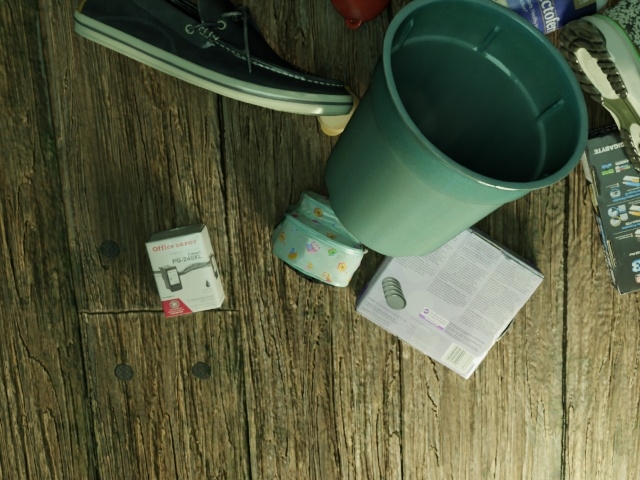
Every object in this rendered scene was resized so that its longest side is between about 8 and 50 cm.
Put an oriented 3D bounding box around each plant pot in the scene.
[{"bbox_3d":[0.181,-0.152,1.552,0.341,0.341,0.334,34,144,-6],"label":"plant pot"}]

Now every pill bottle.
[{"bbox_3d":[0.373,-0.420,1.590,0.265,0.153,0.153,-21,103,10],"label":"pill bottle"}]

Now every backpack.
[{"bbox_3d":[0.000,0.000,1.717,0.166,0.188,0.144,28,106,-4],"label":"backpack"}]

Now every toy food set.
[{"bbox_3d":[0.033,-0.231,1.736,0.083,0.020,0.083,-19,103,9],"label":"toy food set"}]

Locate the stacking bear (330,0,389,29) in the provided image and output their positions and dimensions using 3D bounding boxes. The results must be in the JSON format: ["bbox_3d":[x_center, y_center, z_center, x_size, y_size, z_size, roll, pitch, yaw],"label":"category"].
[{"bbox_3d":[0.133,-0.468,1.594,0.289,0.164,0.175,-34,76,23],"label":"stacking bear"}]

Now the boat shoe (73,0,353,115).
[{"bbox_3d":[-0.170,-0.333,1.625,0.500,0.187,0.156,24,101,9],"label":"boat shoe"}]

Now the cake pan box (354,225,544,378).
[{"bbox_3d":[0.237,0.091,1.790,0.267,0.070,0.245,31,108,-5],"label":"cake pan box"}]

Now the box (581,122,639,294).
[{"bbox_3d":[0.627,-0.082,1.711,0.296,0.073,0.293,-16,105,8],"label":"box"}]

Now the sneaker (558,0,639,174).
[{"bbox_3d":[0.570,-0.230,1.577,0.182,0.158,0.410,-41,106,-8],"label":"sneaker"}]

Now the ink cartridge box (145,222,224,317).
[{"bbox_3d":[-0.250,0.054,1.814,0.109,0.063,0.150,-12,105,7],"label":"ink cartridge box"}]
